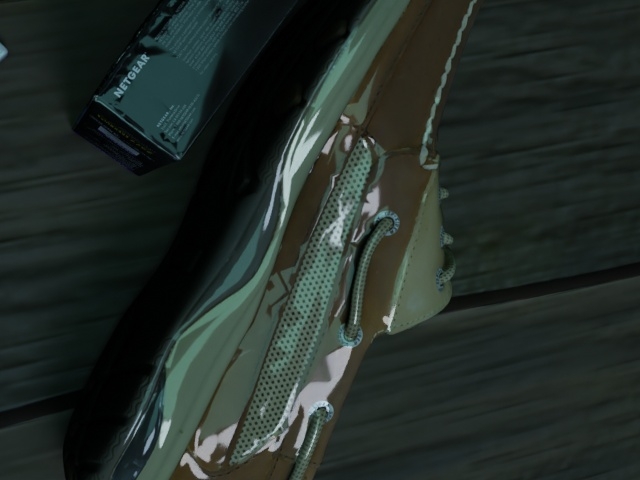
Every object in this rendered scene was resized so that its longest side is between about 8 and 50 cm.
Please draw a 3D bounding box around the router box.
[{"bbox_3d":[-0.039,-0.113,0.485,0.046,0.133,0.179,37,80,-13],"label":"router box"}]

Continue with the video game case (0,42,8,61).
[{"bbox_3d":[-0.221,-0.102,0.496,0.122,0.011,0.087,45,79,-12],"label":"video game case"}]

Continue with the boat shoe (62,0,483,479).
[{"bbox_3d":[0.000,0.000,0.514,0.120,0.122,0.324,29,90,-19],"label":"boat shoe"}]
